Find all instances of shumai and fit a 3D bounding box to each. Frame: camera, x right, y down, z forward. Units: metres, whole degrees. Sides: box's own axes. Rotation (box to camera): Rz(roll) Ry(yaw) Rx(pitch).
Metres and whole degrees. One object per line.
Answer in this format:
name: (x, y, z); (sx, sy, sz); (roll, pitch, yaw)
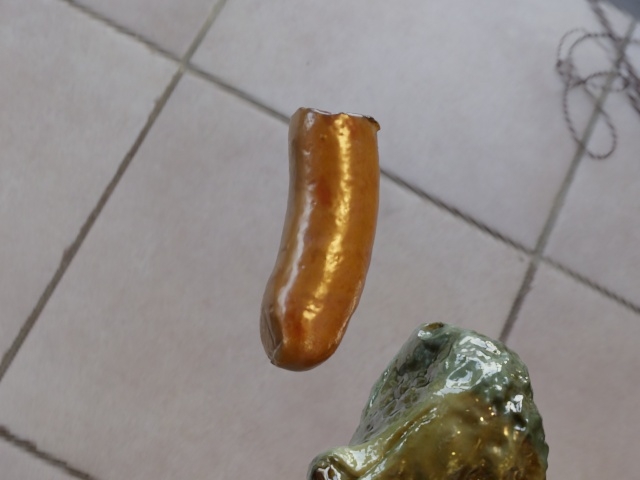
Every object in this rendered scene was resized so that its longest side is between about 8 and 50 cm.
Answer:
shumai: (0.094, 0.193, 1.353); (0.222, 0.225, 0.261); (14, 60, -24)

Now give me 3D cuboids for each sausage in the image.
sausage: (0.000, 0.000, 1.353); (0.109, 0.109, 0.271); (13, 80, -10)
